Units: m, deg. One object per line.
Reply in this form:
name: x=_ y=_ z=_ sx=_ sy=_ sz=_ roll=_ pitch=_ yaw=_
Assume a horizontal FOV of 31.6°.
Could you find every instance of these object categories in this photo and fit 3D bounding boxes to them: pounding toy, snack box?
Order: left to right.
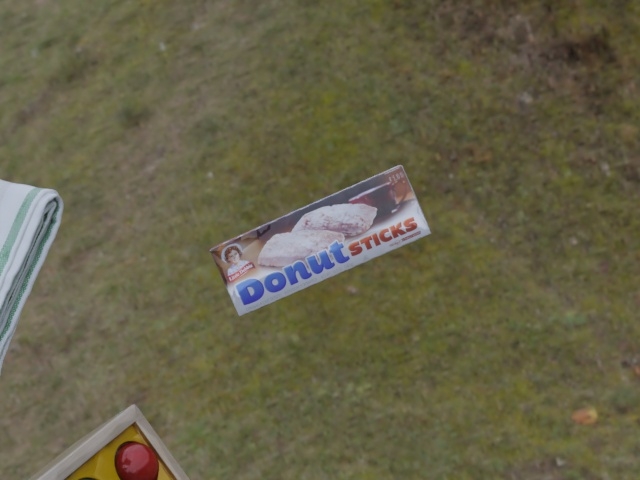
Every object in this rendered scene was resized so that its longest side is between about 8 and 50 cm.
pounding toy: x=-0.122 y=0.194 z=0.764 sx=0.100 sy=0.141 sz=0.130 roll=-35 pitch=1 yaw=34
snack box: x=0.000 y=0.000 z=0.959 sx=0.178 sy=0.064 sz=0.022 roll=-24 pitch=4 yaw=5

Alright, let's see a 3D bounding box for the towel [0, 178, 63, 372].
towel: x=-0.205 y=0.019 z=0.596 sx=0.152 sy=0.023 sz=0.113 roll=7 pitch=69 yaw=38
